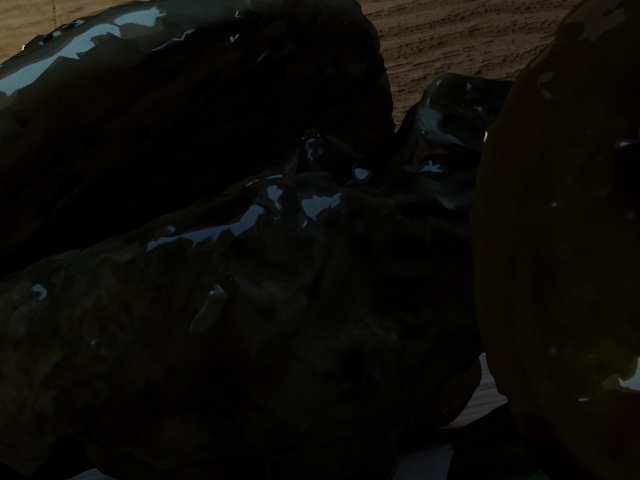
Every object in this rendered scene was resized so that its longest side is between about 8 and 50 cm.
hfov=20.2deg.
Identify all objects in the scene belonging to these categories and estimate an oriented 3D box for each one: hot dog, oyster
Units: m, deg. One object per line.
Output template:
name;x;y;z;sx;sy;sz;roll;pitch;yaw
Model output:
hot dog;0.015;0.087;0.948;0.140;0.060;0.090;-5;-3;-14
oyster;-0.005;-0.004;0.704;0.166;0.094;0.294;18;45;41

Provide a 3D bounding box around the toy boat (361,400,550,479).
toy boat;0.023;0.101;0.625;0.293;0.055;0.093;-14;4;-44

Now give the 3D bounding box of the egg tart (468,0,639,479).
egg tart;0.161;0.005;0.579;0.215;0.215;0.171;-11;-6;11

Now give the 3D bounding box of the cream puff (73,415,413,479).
cream puff;-0.039;0.064;0.795;0.156;0.156;0.121;-17;-44;18

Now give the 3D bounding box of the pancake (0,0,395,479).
pancake;-0.110;0.017;0.860;0.382;0.071;0.382;-38;-20;-16
